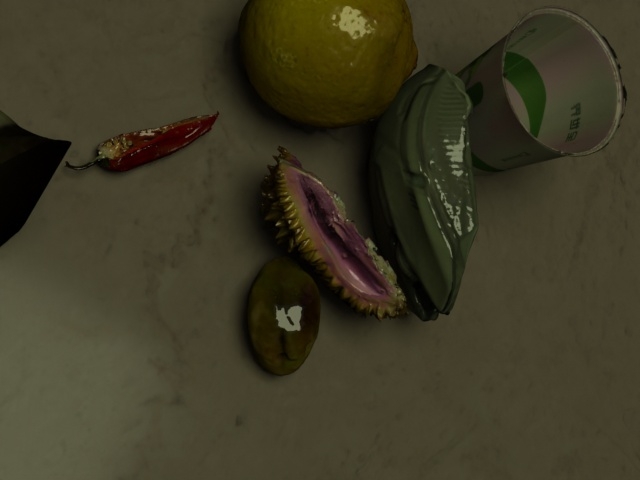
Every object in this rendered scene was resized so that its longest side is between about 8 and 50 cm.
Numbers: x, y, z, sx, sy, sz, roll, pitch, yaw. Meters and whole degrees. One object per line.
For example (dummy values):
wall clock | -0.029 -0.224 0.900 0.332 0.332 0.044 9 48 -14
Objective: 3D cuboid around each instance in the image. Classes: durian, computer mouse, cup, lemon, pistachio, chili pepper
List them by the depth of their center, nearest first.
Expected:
chili pepper | -0.264 -0.144 1.852 0.268 0.059 0.050 -23 126 -34
pistachio | -0.060 0.109 1.860 0.110 0.100 0.189 16 71 -28
durian | 0.001 0.000 1.894 0.112 0.191 0.341 -43 110 -8
lemon | 0.012 -0.310 1.913 0.293 0.293 0.293 8 73 -26
computer mouse | 0.153 -0.086 1.961 0.145 0.228 0.429 4 73 -17
cup | 0.336 -0.232 2.065 0.253 0.274 0.253 7 76 -27

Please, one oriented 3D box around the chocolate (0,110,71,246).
chocolate | -0.541 -0.109 1.547 0.326 0.314 0.297 -31 82 -41
